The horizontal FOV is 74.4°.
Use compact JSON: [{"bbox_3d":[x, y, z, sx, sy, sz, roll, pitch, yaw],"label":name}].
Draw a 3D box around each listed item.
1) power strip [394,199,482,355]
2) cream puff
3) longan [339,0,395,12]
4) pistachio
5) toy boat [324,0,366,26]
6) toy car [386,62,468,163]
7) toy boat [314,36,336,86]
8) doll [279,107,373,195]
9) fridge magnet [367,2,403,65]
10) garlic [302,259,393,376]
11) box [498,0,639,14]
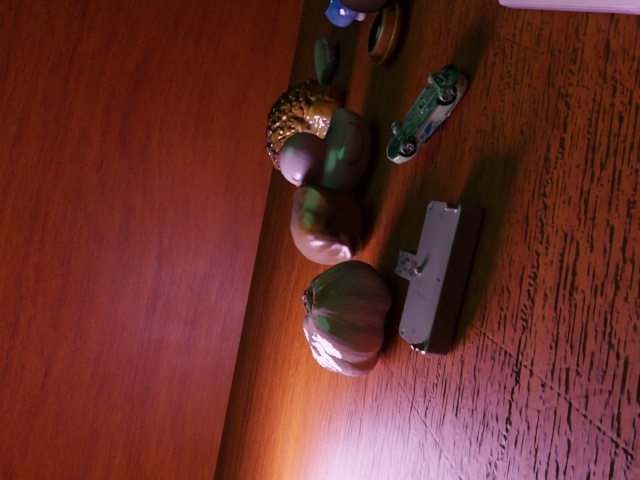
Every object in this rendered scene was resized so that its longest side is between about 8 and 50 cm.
[{"bbox_3d":[0.157,0.046,0.636,0.145,0.061,0.216,-155,77,-73],"label":"power strip"},{"bbox_3d":[-0.068,-0.387,1.447,0.343,0.231,0.327,129,152,-60],"label":"cream puff"},{"bbox_3d":[0.129,-0.652,0.996,0.220,0.196,0.197,-45,33,36],"label":"longan"},{"bbox_3d":[0.003,-0.031,1.028,0.213,0.162,0.260,58,157,4],"label":"pistachio"},{"bbox_3d":[0.117,-0.824,1.371,0.215,0.123,0.330,-43,27,52],"label":"toy boat"},{"bbox_3d":[0.183,-0.213,0.734,0.186,0.058,0.093,-54,26,31],"label":"toy car"},{"bbox_3d":[0.029,-0.700,1.645,0.134,0.078,0.208,112,152,-59],"label":"toy boat"},{"bbox_3d":[0.008,-0.220,1.065,0.251,0.221,0.221,-68,15,-2],"label":"doll"},{"bbox_3d":[0.156,-0.499,1.024,0.143,0.062,0.143,-170,90,-78],"label":"fridge magnet"},{"bbox_3d":[0.041,0.146,0.818,0.228,0.152,0.228,-168,90,-68],"label":"garlic"},{"bbox_3d":[0.292,-0.326,0.451,0.285,0.044,0.142,-106,29,-59],"label":"box"}]
